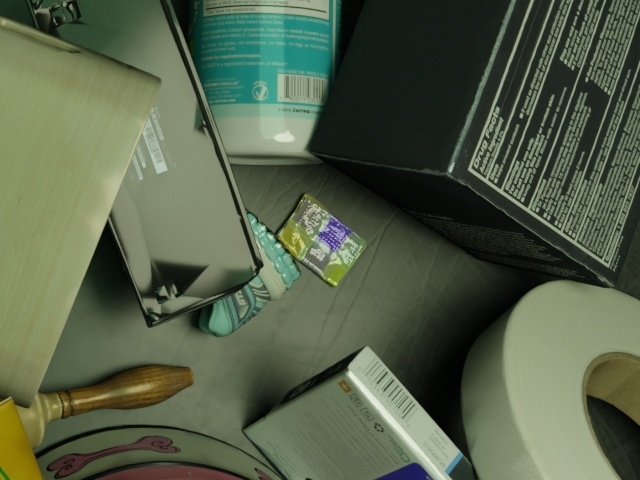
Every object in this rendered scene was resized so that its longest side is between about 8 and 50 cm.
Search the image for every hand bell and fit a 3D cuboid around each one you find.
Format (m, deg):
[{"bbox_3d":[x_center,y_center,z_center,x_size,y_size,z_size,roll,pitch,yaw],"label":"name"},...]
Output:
[{"bbox_3d":[-0.228,0.147,1.420,0.242,0.126,0.126,-12,92,-30],"label":"hand bell"}]

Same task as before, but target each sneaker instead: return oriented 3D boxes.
[{"bbox_3d":[-0.151,-0.023,1.435,0.283,0.110,0.122,44,80,-11],"label":"sneaker"}]

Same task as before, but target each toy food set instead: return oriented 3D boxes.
[{"bbox_3d":[-0.289,-0.035,1.286,0.220,0.092,0.306,22,89,-9],"label":"toy food set"}]

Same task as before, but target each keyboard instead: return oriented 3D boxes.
[{"bbox_3d":[-0.187,-0.073,1.358,0.202,0.033,0.317,-22,102,-15],"label":"keyboard"}]

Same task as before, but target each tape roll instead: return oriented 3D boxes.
[{"bbox_3d":[0.304,0.211,1.464,0.392,0.072,0.392,26,39,-23],"label":"tape roll"}]

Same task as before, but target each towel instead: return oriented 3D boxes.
[{"bbox_3d":[0.000,0.000,1.531,0.083,0.009,0.060,40,76,-12],"label":"towel"}]

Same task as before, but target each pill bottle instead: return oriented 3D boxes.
[{"bbox_3d":[-0.052,-0.206,1.452,0.146,0.146,0.264,2,87,-17],"label":"pill bottle"}]

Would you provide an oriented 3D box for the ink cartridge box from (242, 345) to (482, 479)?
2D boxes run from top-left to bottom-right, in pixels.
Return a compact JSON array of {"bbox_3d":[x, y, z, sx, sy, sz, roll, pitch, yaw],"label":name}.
[{"bbox_3d":[0.049,0.213,1.440,0.206,0.208,0.045,49,53,-4],"label":"ink cartridge box"}]

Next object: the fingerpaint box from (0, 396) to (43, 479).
[{"bbox_3d":[-0.396,0.369,1.216,0.445,0.163,0.371,-19,94,14],"label":"fingerpaint box"}]

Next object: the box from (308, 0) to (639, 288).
[{"bbox_3d":[0.182,-0.152,1.449,0.294,0.183,0.296,31,77,-46],"label":"box"}]

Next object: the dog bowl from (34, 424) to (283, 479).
[{"bbox_3d":[-0.150,0.376,1.397,0.408,0.150,0.408,0,88,-17],"label":"dog bowl"}]
